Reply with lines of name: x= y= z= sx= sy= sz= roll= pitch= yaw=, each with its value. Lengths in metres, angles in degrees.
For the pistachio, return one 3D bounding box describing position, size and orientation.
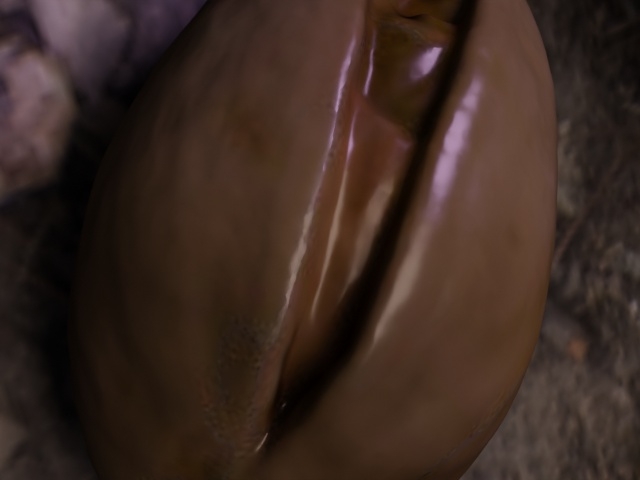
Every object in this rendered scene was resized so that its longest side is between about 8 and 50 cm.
pistachio: x=0.000 y=0.000 z=0.386 sx=0.124 sy=0.124 sz=0.184 roll=33 pitch=69 yaw=-33
